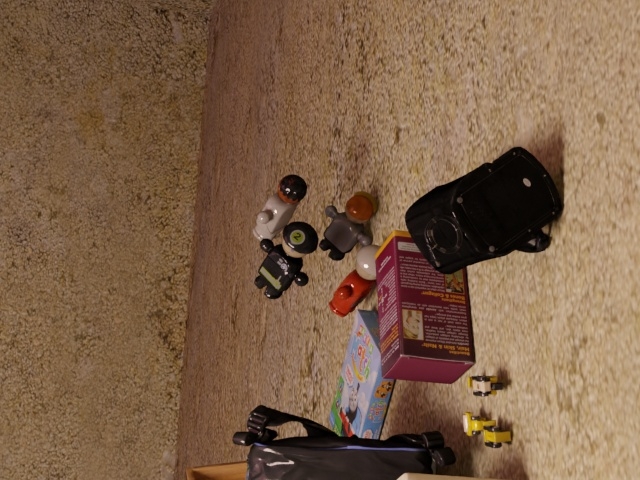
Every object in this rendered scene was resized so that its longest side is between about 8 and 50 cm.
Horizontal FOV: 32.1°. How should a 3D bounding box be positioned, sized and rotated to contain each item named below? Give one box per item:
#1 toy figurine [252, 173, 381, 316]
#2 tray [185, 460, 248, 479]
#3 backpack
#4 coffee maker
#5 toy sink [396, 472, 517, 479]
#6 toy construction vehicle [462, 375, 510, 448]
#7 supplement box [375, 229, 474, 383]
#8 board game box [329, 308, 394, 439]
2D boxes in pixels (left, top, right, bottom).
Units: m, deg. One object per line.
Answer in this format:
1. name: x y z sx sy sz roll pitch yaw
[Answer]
1. toy figurine: 0.000 0.000 1.832 0.209 0.213 0.148 -95 29 -46
2. tray: -0.114 0.512 1.987 0.411 0.203 0.076 -138 45 -71
3. backpack: 0.038 0.340 1.470 0.263 0.277 0.213 39 -122 -77
4. coffee maker: 0.168 -0.027 1.318 0.178 0.171 0.120 148 112 -72
5. toy sink: 0.149 0.391 1.227 0.131 0.153 0.234 121 151 -55
6. toy construction vehicle: 0.203 0.205 1.350 0.098 0.035 0.085 159 107 -75
7. supplement box: 0.137 0.090 1.494 0.081 0.104 0.188 122 151 -57
8. board game box: 0.068 0.239 1.786 0.160 0.039 0.211 -118 39 -65
